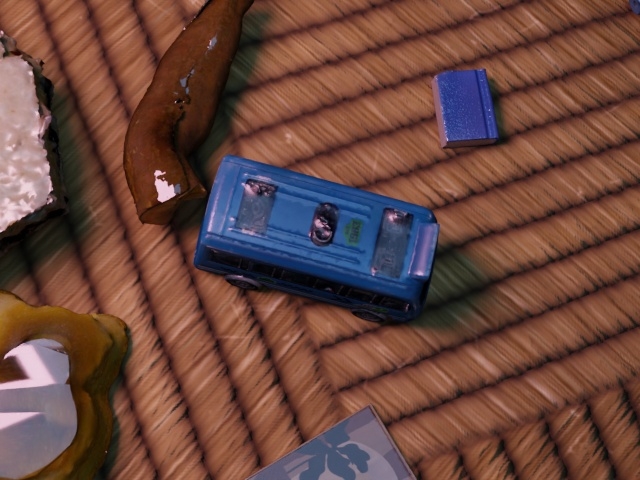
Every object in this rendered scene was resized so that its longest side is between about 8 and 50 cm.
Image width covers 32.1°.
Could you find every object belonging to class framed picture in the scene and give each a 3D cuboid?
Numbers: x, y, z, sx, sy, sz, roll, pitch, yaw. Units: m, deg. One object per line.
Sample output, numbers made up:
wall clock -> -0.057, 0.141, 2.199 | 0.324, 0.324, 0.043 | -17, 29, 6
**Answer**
framed picture -> 0.002, 0.274, 1.129 | 0.201, 0.010, 0.136 | -29, 81, -14

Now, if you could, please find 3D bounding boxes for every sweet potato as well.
sweet potato -> -0.134, -0.144, 1.172 | 0.112, 0.085, 0.285 | 6, 62, 33

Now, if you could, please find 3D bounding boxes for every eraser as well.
eraser -> 0.163, -0.149, 1.255 | 0.063, 0.027, 0.084 | -6, 76, -9

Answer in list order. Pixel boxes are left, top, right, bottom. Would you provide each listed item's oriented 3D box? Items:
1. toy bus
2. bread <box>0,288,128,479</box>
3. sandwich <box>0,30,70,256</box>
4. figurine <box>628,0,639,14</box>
toy bus -> 0.000, 0.000, 1.136 | 0.247, 0.134, 0.113 | 15, 74, -3
bread -> -0.282, 0.161, 1.076 | 0.161, 0.088, 0.233 | 8, 72, -2
sandwich -> -0.401, -0.097, 1.104 | 0.325, 0.131, 0.262 | 25, 72, 1
figurine -> 0.500, -0.302, 1.310 | 0.260, 0.103, 0.205 | -26, 79, -4
